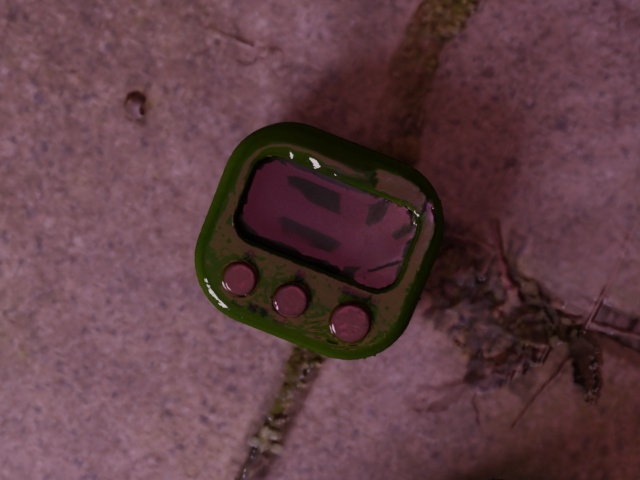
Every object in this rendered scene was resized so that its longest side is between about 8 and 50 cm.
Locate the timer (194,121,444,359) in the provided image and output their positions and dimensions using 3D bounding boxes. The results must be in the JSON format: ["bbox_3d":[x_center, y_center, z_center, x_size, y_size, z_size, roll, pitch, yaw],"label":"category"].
[{"bbox_3d":[0.000,0.000,0.712,0.140,0.047,0.128,22,97,0],"label":"timer"}]

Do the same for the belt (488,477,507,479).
[{"bbox_3d":[0.048,0.227,0.650,0.268,0.206,0.116,-23,97,-3],"label":"belt"}]
